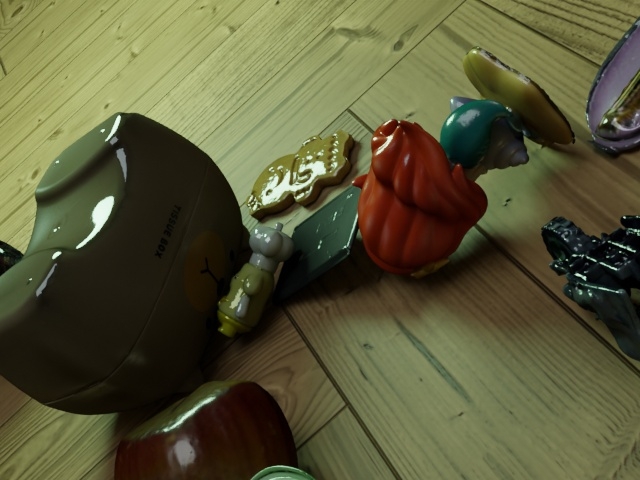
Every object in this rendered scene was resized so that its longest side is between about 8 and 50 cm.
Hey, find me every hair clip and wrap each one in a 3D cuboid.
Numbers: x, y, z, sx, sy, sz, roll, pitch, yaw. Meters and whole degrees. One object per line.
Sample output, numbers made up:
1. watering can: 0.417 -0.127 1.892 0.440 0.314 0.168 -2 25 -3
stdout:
1. hair clip: 0.414 -0.251 1.316 0.110 0.095 0.359 31 85 19

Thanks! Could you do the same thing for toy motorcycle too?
1. toy motorcycle: 0.301 0.059 1.043 0.106 0.159 0.270 -37 17 -7

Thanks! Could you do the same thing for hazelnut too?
1. hazelnut: -0.119 0.266 1.226 0.212 0.181 0.181 -27 9 21

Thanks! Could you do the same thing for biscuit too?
1. biscuit: -0.030 -0.100 1.635 0.184 0.027 0.133 -13 46 37

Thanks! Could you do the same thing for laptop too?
1. laptop: 0.000 0.000 1.442 0.197 0.016 0.135 -37 28 51

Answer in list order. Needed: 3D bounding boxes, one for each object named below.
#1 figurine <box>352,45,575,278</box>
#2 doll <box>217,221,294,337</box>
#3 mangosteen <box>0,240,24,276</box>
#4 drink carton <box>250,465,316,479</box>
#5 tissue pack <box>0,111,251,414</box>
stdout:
1. figurine: 0.141 -0.086 1.294 0.257 0.181 0.208 -48 12 -6
2. doll: -0.086 0.050 1.470 0.163 0.062 0.106 -63 4 0
3. mangosteen: -0.567 0.096 1.826 0.216 0.216 0.216 -27 37 23
4. drink carton: -0.013 0.302 1.085 0.146 0.142 0.144 6 58 47
5. tissue pack: -0.270 0.044 1.522 0.267 0.277 0.387 -23 38 39
